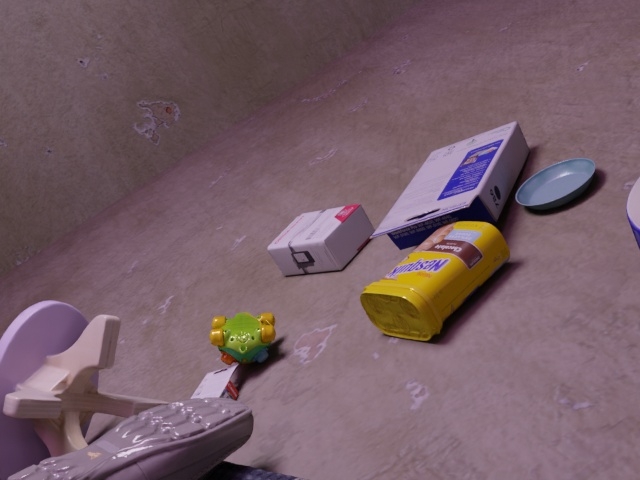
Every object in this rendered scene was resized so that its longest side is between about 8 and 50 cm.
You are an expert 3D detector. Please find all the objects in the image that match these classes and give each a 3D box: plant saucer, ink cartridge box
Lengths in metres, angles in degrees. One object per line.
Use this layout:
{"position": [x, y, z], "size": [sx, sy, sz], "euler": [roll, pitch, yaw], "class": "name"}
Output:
{"position": [0.336, -0.076, 1.299], "size": [0.119, 0.021, 0.119], "euler": [-28, 20, 11], "class": "plant saucer"}
{"position": [0.000, 0.000, 1.544], "size": [0.150, 0.063, 0.109], "euler": [-8, 30, 48], "class": "ink cartridge box"}
{"position": [0.205, -0.074, 1.394], "size": [0.165, 0.065, 0.332], "euler": [-17, 18, 32], "class": "ink cartridge box"}
{"position": [-0.151, 0.223, 1.276], "size": [0.063, 0.029, 0.115], "euler": [-20, 21, 29], "class": "ink cartridge box"}

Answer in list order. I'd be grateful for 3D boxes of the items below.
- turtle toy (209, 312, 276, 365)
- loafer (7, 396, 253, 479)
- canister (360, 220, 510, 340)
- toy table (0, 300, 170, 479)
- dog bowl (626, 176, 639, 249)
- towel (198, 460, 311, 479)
{"position": [-0.112, 0.144, 1.349], "size": [0.095, 0.066, 0.130], "euler": [-4, 16, -2], "class": "turtle toy"}
{"position": [-0.209, 0.266, 1.001], "size": [0.319, 0.111, 0.112], "euler": [-20, 20, -32], "class": "loafer"}
{"position": [0.151, 0.048, 1.195], "size": [0.170, 0.073, 0.126], "euler": [-39, 21, -26], "class": "canister"}
{"position": [-0.358, 0.229, 1.292], "size": [0.161, 0.274, 0.252], "euler": [4, 5, 43], "class": "toy table"}
{"position": [0.448, -0.033, 0.909], "size": [0.265, 0.104, 0.265], "euler": [-27, 19, 11], "class": "dog bowl"}
{"position": [-0.152, 0.358, 0.940], "size": [0.312, 0.056, 0.324], "euler": [-4, 31, 47], "class": "towel"}
